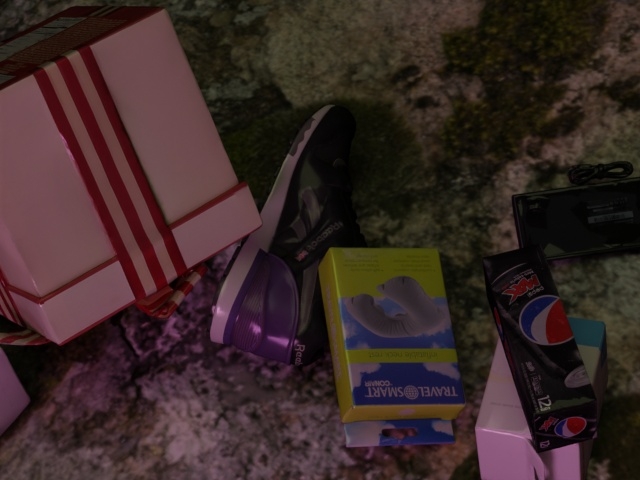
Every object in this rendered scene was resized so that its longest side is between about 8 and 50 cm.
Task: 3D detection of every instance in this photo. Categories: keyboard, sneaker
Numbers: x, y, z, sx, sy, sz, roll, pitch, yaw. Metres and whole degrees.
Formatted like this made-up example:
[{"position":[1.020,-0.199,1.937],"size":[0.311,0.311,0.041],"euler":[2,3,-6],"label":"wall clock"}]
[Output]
[{"position":[0.277,-0.032,1.508],"size":[0.180,0.023,0.108],"euler":[-8,57,4],"label":"keyboard"},{"position":[0.000,0.000,1.504],"size":[0.124,0.107,0.283],"euler":[20,61,7],"label":"sneaker"}]

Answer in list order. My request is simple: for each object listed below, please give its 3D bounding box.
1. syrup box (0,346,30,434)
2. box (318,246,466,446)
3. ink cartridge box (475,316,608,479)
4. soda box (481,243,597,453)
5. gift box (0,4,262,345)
[{"position":[-0.397,0.107,1.482],"size":[0.237,0.093,0.096],"euler":[27,62,28],"label":"syrup box"},{"position":[0.064,0.093,1.392],"size":[0.109,0.042,0.178],"euler":[0,62,-17],"label":"box"},{"position":[0.189,0.146,1.336],"size":[0.090,0.092,0.143],"euler":[8,53,18],"label":"ink cartridge box"},{"position":[0.180,0.086,1.286],"size":[0.053,0.060,0.169],"euler":[-14,50,0],"label":"soda box"},{"position":[-0.245,-0.048,1.438],"size":[0.276,0.258,0.255],"euler":[-31,22,-19],"label":"gift box"}]
